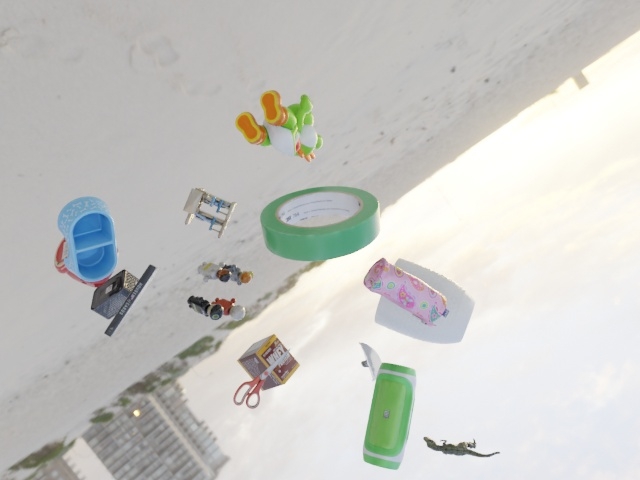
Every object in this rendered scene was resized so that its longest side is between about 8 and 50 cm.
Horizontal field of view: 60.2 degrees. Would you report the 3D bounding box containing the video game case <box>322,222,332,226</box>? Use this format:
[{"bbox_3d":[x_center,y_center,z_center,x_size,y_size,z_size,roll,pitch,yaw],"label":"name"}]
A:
[{"bbox_3d":[0.000,0.000,1.898,0.121,0.087,0.011,-22,163,-10],"label":"video game case"}]

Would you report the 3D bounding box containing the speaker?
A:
[{"bbox_3d":[0.212,0.530,1.680,0.131,0.131,0.297,156,-51,-66],"label":"speaker"}]

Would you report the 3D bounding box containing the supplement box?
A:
[{"bbox_3d":[-0.236,0.555,2.500,0.194,0.191,0.129,-32,-171,47],"label":"supplement box"}]

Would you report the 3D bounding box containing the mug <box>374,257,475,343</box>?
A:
[{"bbox_3d":[0.427,0.237,2.160,0.374,0.327,0.276,-38,145,-63],"label":"mug"}]

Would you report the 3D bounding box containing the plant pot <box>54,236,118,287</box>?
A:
[{"bbox_3d":[-0.898,0.066,2.098,0.191,0.174,0.191,-19,-122,34],"label":"plant pot"}]

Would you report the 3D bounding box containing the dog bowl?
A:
[{"bbox_3d":[-0.740,0.006,1.779,0.165,0.074,0.297,-19,132,-35],"label":"dog bowl"}]

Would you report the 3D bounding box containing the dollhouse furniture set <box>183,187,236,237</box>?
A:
[{"bbox_3d":[-0.361,-0.085,1.768,0.184,0.129,0.129,-117,-130,-83],"label":"dollhouse furniture set"}]

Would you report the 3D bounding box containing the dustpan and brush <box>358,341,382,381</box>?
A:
[{"bbox_3d":[0.198,0.461,2.070,0.060,0.147,0.211,-32,153,24],"label":"dustpan and brush"}]

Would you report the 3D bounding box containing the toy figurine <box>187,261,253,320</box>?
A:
[{"bbox_3d":[-0.357,0.186,2.020,0.213,0.148,0.210,20,86,-60],"label":"toy figurine"}]

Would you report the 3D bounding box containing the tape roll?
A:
[{"bbox_3d":[0.000,-0.054,1.489,0.320,0.077,0.321,-6,-153,3],"label":"tape roll"}]

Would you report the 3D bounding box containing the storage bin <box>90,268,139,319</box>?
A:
[{"bbox_3d":[-0.807,0.213,2.177,0.180,0.084,0.122,-33,-141,16],"label":"storage bin"}]

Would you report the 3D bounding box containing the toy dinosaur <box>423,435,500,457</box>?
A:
[{"bbox_3d":[0.508,0.748,1.984,0.268,0.064,0.118,0,169,19],"label":"toy dinosaur"}]

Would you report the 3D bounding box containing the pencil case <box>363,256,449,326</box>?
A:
[{"bbox_3d":[0.281,0.171,1.808,0.124,0.284,0.124,-51,-164,22],"label":"pencil case"}]

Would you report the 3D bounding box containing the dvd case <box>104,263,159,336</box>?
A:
[{"bbox_3d":[-0.580,0.181,1.708,0.239,0.029,0.179,-59,-169,-10],"label":"dvd case"}]

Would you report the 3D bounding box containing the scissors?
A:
[{"bbox_3d":[-0.234,0.533,2.177,0.297,0.109,0.021,-59,-168,1],"label":"scissors"}]

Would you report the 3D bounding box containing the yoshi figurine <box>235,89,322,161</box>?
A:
[{"bbox_3d":[-0.116,-0.372,1.738,0.362,0.203,0.203,6,100,-65],"label":"yoshi figurine"}]
